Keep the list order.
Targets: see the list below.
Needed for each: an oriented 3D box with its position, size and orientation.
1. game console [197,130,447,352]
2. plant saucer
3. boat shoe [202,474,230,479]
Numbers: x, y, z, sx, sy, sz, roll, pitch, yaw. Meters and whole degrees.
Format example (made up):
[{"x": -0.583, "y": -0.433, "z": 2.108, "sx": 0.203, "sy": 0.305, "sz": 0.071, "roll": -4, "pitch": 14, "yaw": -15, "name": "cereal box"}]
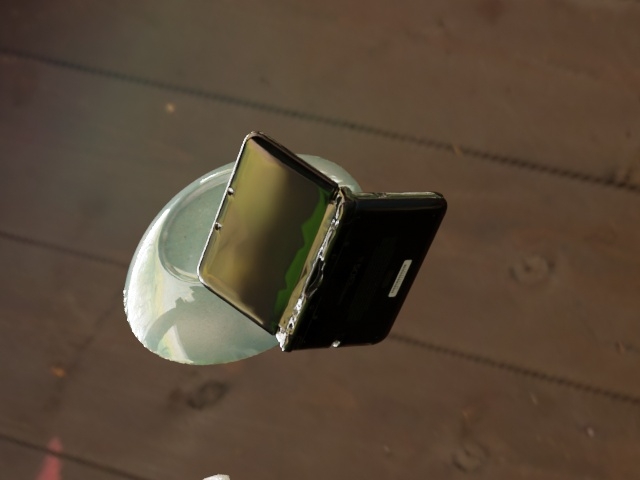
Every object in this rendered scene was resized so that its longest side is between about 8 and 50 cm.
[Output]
[{"x": 0.000, "y": 0.000, "z": 1.107, "sx": 0.107, "sy": 0.122, "sz": 0.071, "roll": -2, "pitch": -136, "yaw": -29, "name": "game console"}, {"x": -0.061, "y": 0.000, "z": 1.335, "sx": 0.195, "sy": 0.037, "sz": 0.195, "roll": -16, "pitch": -134, "yaw": 17, "name": "plant saucer"}, {"x": -0.047, "y": 0.137, "z": 0.576, "sx": 0.306, "sy": 0.105, "sz": 0.113, "roll": 17, "pitch": -132, "yaw": 32, "name": "boat shoe"}]
